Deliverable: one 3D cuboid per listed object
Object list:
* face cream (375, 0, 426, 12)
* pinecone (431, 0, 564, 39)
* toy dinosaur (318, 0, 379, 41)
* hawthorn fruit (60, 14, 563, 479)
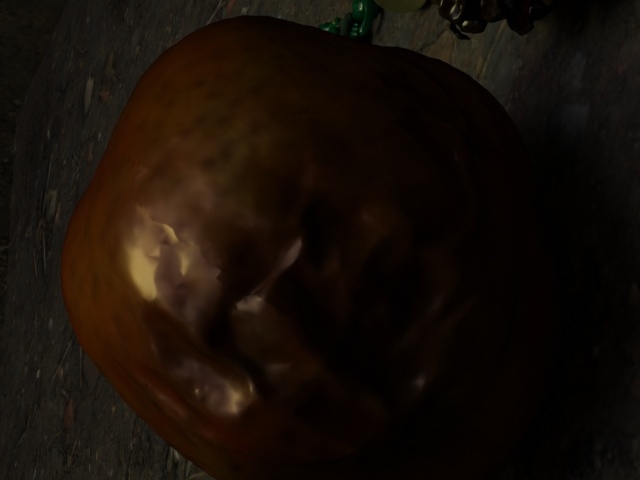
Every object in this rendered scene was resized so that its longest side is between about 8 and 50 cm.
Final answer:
[{"bbox_3d":[0.109,-0.378,1.760,0.114,0.070,0.224,-50,23,47],"label":"face cream"},{"bbox_3d":[0.156,-0.340,1.362,0.298,0.242,0.296,93,-159,-51],"label":"pinecone"},{"bbox_3d":[0.039,-0.264,1.854,0.096,0.059,0.132,-37,37,49],"label":"toy dinosaur"},{"bbox_3d":[0.008,0.025,1.288,0.472,0.472,0.471,-44,40,53],"label":"hawthorn fruit"}]
